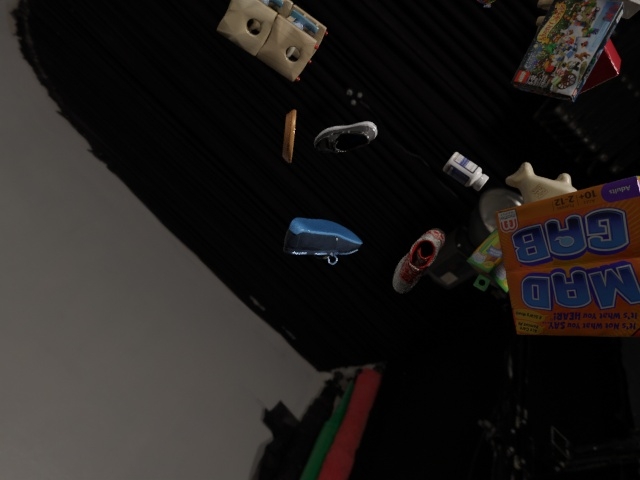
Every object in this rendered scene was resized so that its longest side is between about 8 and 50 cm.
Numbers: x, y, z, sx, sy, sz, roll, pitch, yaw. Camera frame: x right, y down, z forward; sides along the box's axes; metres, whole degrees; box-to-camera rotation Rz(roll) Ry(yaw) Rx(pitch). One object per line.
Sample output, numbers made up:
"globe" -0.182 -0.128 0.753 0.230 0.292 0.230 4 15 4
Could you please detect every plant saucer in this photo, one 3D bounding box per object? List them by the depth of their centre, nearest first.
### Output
"plant saucer" -0.120 -0.394 1.586 0.200 0.037 0.199 -175 -90 -83

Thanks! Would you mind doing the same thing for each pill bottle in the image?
"pill bottle" 0.597 -0.279 1.718 0.094 0.169 0.094 -49 168 -14

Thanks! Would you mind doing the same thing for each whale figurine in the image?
"whale figurine" 0.811 -0.158 1.527 0.216 0.272 0.141 -48 156 20

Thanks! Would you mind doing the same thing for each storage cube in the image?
"storage cube" 1.026 -0.705 1.635 0.184 0.193 0.215 -25 -162 47

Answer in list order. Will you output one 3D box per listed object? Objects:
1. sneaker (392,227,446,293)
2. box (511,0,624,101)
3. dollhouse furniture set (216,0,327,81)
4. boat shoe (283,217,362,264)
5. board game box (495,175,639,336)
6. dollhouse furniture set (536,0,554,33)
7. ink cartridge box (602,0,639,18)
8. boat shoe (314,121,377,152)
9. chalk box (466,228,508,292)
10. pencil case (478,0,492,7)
"sneaker" 0.300 0.082 1.361 0.270 0.090 0.145 -58 165 26
"box" 0.618 -0.485 1.061 0.044 0.159 0.233 12 106 -51
"dollhouse furniture set" -0.032 -0.349 0.586 0.183 0.129 0.129 -51 -165 33
"boat shoe" 0.000 0.000 1.047 0.258 0.109 0.089 12 115 -45
"board game box" 0.762 0.052 1.136 0.357 0.356 0.356 -3 172 -34
"dollhouse furniture set" 0.781 -0.703 1.302 0.374 0.152 0.201 19 91 -64
"ink cartridge box" 0.856 -0.728 1.167 0.060 0.104 0.180 104 8 -83
"boat shoe" 0.066 -0.306 1.302 0.229 0.080 0.076 -2 -139 34
"chalk box" 0.640 0.089 1.528 0.213 0.132 0.132 -48 -155 0
"pencil case" 0.486 -0.693 1.097 0.104 0.104 0.236 -46 -163 4
